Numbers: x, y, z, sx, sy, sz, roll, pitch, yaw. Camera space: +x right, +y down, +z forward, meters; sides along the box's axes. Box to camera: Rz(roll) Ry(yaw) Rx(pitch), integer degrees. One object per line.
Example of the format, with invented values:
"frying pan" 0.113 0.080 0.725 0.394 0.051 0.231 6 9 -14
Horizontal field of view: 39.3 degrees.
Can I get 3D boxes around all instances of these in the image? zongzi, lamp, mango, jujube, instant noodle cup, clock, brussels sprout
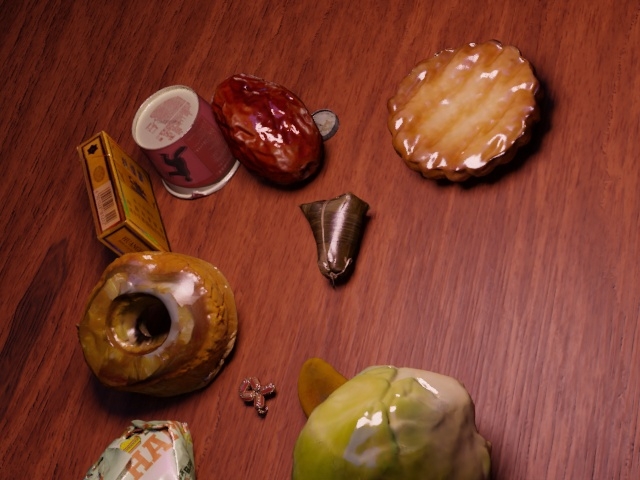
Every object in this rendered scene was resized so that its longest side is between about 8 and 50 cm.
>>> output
"zongzi" 0.000 0.000 1.847 0.184 0.084 0.187 -3 64 43
"lamp" -0.129 0.299 1.756 0.083 0.031 0.063 16 69 38
"mango" 0.009 0.285 1.661 0.103 0.076 0.161 -40 47 7
"jujube" -0.119 -0.244 1.976 0.197 0.197 0.290 -45 68 -3
"instant noodle cup" -0.315 -0.239 2.091 0.235 0.178 0.235 -12 57 19
"clock" 0.002 -0.261 2.037 0.085 0.017 0.085 -14 56 21
"brussels sprout" 0.106 0.363 1.448 0.344 0.344 0.268 -57 17 -13

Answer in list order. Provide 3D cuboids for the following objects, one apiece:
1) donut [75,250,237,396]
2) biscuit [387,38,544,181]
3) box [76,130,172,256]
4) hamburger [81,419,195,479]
"donut" -0.340 0.164 1.819 0.330 0.160 0.330 -3 81 21
"biscuit" 0.295 -0.257 1.822 0.326 0.107 0.325 -14 57 24
"box" -0.448 -0.085 2.058 0.084 0.193 0.301 -30 51 8
"hamburger" -0.347 0.452 1.721 0.235 0.125 0.214 -27 46 7
